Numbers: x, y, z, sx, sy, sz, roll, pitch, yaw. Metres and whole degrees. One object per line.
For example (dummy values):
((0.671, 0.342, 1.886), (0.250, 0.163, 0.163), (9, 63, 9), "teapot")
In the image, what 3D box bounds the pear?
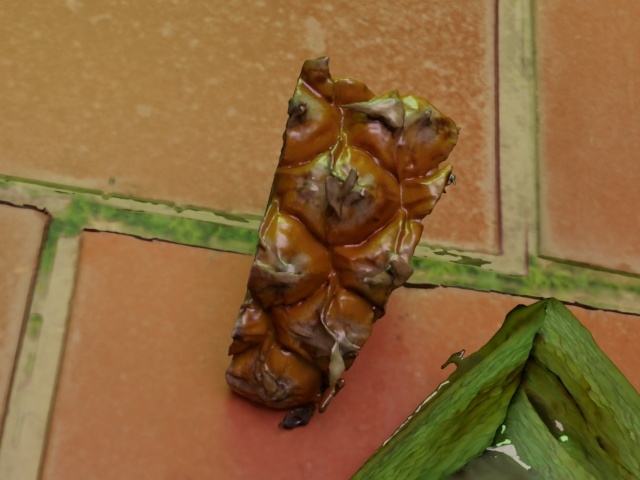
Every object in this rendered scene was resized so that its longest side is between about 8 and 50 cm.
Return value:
((0.145, 0.210, 0.840), (0.282, 0.176, 0.286), (45, 22, -1), "pear")

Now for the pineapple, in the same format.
((0.000, 0.000, 0.960), (0.114, 0.236, 0.186), (23, 16, -4), "pineapple")
